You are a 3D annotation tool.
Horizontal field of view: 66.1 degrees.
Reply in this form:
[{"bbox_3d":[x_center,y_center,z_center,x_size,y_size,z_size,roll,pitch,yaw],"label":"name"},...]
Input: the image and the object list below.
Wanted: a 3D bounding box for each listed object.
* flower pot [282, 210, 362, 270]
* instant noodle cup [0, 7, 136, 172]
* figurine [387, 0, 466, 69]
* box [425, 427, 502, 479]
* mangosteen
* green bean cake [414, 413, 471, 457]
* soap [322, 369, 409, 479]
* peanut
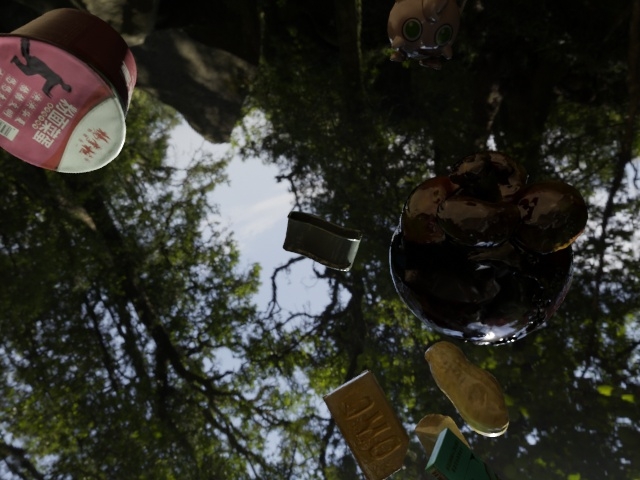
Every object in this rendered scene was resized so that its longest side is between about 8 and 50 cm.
[{"bbox_3d":[0.000,0.000,1.447,0.229,0.108,0.103,19,-159,11],"label":"flower pot"},{"bbox_3d":[-0.414,-0.255,0.802,0.234,0.235,0.178,-15,-137,16],"label":"instant noodle cup"},{"bbox_3d":[0.178,-0.369,0.842,0.125,0.138,0.125,10,-148,-6],"label":"figurine"},{"bbox_3d":[0.376,0.602,1.227,0.041,0.229,0.162,-53,168,27],"label":"box"},{"bbox_3d":[0.353,0.011,1.057,0.381,0.421,0.381,11,-149,-7],"label":"mangosteen"},{"bbox_3d":[0.376,0.618,1.481,0.085,0.179,0.109,-33,-178,-35],"label":"green bean cake"},{"bbox_3d":[0.120,0.455,1.210,0.140,0.232,0.073,-28,169,-8],"label":"soap"},{"bbox_3d":[0.432,0.423,1.441,0.147,0.147,0.319,-22,-136,-15],"label":"peanut"}]
